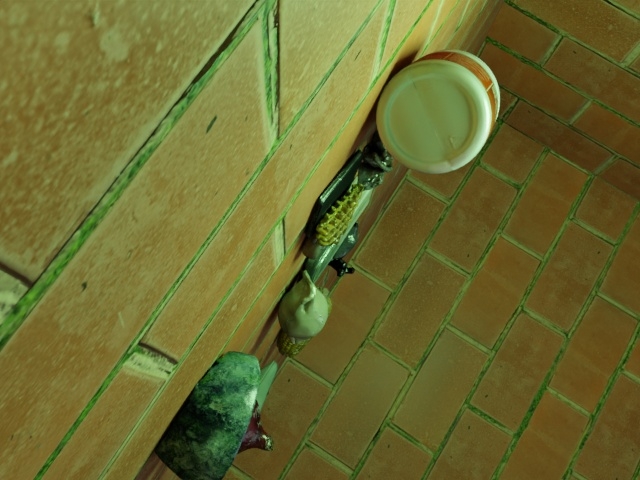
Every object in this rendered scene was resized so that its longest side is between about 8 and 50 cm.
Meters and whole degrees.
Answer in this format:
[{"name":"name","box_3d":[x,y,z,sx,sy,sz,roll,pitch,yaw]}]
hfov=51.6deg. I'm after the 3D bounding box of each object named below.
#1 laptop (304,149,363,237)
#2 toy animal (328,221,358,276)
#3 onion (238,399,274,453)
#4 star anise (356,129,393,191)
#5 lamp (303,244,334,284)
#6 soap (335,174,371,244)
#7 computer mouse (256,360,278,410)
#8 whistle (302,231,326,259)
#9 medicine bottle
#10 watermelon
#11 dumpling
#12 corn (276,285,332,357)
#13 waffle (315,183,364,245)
[{"name":"laptop","box_3d":[0.035,-0.114,1.605,0.207,0.026,0.154,-53,173,-36]},{"name":"toy animal","box_3d":[0.062,0.010,2.303,0.117,0.121,0.210,-2,116,-28]},{"name":"onion","box_3d":[-0.212,0.471,1.663,0.195,0.218,0.140,-57,173,-14]},{"name":"star anise","box_3d":[0.152,-0.214,1.748,0.231,0.089,0.209,-69,178,-56]},{"name":"lamp","box_3d":[0.027,0.016,2.083,0.269,0.047,0.266,-55,175,-22]},{"name":"soap","box_3d":[0.080,-0.089,1.916,0.183,0.063,0.121,-56,171,-26]},{"name":"computer mouse","box_3d":[-0.243,0.551,2.385,0.288,0.097,0.160,-68,-177,-53]},{"name":"whistle","box_3d":[0.000,0.000,1.761,0.107,0.057,0.220,-60,176,3]},{"name":"medicine bottle","box_3d":[0.277,-0.302,1.528,0.253,0.252,0.241,-61,173,30]},{"name":"watermelon","box_3d":[-0.259,0.391,1.503,0.226,0.148,0.318,-34,-148,59]},{"name":"dumpling","box_3d":[-0.053,0.191,1.975,0.258,0.146,0.193,107,-15,-49]},{"name":"corn","box_3d":[-0.060,0.304,2.451,0.347,0.130,0.130,-59,174,31]},{"name":"waffle","box_3d":[0.049,-0.068,1.624,0.192,0.046,0.160,-60,164,-10]}]
